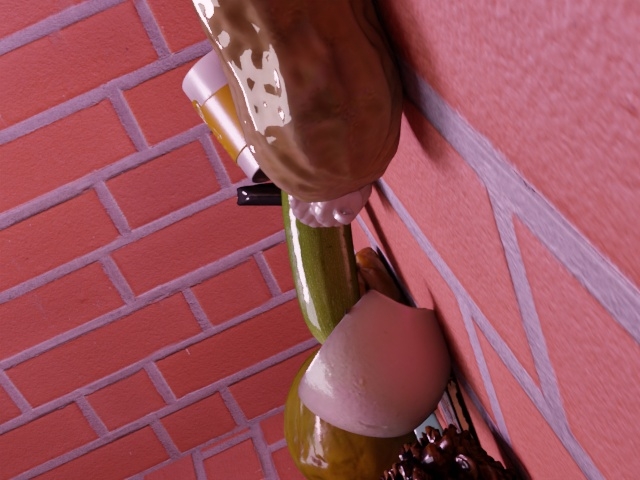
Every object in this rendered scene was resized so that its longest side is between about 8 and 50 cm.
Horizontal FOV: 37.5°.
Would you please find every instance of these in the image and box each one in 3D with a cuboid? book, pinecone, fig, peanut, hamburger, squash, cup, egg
[{"bbox_3d":[0.200,0.254,1.467,0.157,0.026,0.231,-121,6,-60],"label":"book"},{"bbox_3d":[0.161,0.348,1.178,0.221,0.222,0.221,155,90,-87],"label":"pinecone"},{"bbox_3d":[0.076,0.383,2.100,0.343,0.343,0.343,155,90,-87],"label":"fig"},{"bbox_3d":[-0.018,-0.165,0.773,0.152,0.152,0.313,-119,8,-58],"label":"peanut"},{"bbox_3d":[0.092,0.120,1.586,0.214,0.108,0.213,-21,-90,-89],"label":"hamburger"},{"bbox_3d":[0.000,0.000,1.461,0.107,0.107,0.394,-149,50,-85],"label":"squash"},{"bbox_3d":[-0.109,-0.228,1.686,0.226,0.185,0.241,59,-175,11],"label":"cup"},{"bbox_3d":[0.091,0.192,1.315,0.162,0.206,0.271,39,171,17],"label":"egg"}]

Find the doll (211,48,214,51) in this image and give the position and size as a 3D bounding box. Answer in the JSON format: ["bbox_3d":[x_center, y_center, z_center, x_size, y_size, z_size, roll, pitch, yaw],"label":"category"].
[{"bbox_3d":[-0.123,-0.318,1.903,0.149,0.175,0.278,17,-157,-39],"label":"doll"}]

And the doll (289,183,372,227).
[{"bbox_3d":[-0.013,-0.123,1.312,0.138,0.119,0.293,12,-143,-36],"label":"doll"}]

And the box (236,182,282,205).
[{"bbox_3d":[-0.050,-0.081,1.672,0.212,0.201,0.042,-129,37,-88],"label":"box"}]

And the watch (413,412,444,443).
[{"bbox_3d":[0.230,0.410,1.884,0.237,0.068,0.195,63,-177,-54],"label":"watch"}]
